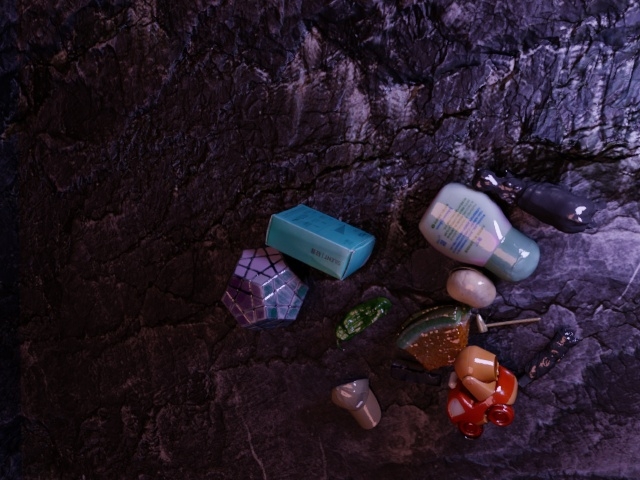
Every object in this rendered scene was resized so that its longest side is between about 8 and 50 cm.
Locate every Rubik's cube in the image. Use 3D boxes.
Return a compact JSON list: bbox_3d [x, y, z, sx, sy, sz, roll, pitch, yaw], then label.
[{"bbox_3d":[-0.196,0.172,2.029,0.319,0.319,0.264,-20,68,31],"label":"Rubik's cube"}]

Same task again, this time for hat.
[{"bbox_3d":[0.124,0.604,2.070,0.166,0.144,0.173,-37,63,33],"label":"hat"}]

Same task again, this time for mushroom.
[{"bbox_3d":[0.466,0.139,1.757,0.154,0.122,0.154,23,153,12],"label":"mushroom"}]

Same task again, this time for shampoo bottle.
[{"bbox_3d":[0.478,-0.013,1.689,0.349,0.151,0.222,36,112,15],"label":"shampoo bottle"}]

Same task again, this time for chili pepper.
[{"bbox_3d":[0.137,0.280,1.995,0.257,0.074,0.100,-41,83,29],"label":"chili pepper"}]

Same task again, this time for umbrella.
[{"bbox_3d":[0.684,0.363,1.742,0.066,0.059,0.236,52,125,30],"label":"umbrella"}]

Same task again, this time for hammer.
[{"bbox_3d":[0.585,0.246,1.783,0.195,0.028,0.060,-13,91,27],"label":"hammer"}]

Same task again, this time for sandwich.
[{"bbox_3d":[0.370,0.313,1.861,0.292,0.109,0.212,-11,98,29],"label":"sandwich"}]

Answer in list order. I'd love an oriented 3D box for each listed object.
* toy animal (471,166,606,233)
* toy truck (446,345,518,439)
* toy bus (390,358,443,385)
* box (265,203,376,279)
[{"bbox_3d":[0.600,-0.118,1.591,0.343,0.168,0.106,28,118,34],"label":"toy animal"},{"bbox_3d":[0.471,0.452,1.768,0.239,0.189,0.265,43,127,-5],"label":"toy truck"},{"bbox_3d":[0.329,0.449,1.942,0.172,0.072,0.057,7,108,24],"label":"toy bus"},{"bbox_3d":[0.000,0.000,1.913,0.311,0.205,0.118,24,116,20],"label":"box"}]
